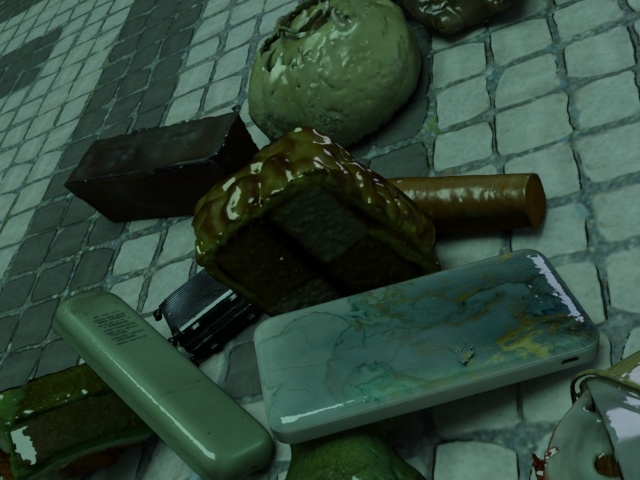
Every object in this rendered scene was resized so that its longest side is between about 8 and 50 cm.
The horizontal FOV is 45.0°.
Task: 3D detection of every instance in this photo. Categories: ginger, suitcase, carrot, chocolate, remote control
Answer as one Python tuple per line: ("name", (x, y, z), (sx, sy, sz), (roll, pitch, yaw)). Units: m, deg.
("ginger", (0.155, -0.354, 1.087), (0.122, 0.084, 0.290), (-43, 46, -21))
("suitcase", (-0.128, 0.079, 0.910), (0.126, 0.059, 0.086), (-38, 40, -3))
("carrot", (0.123, -0.037, 0.824), (0.225, 0.067, 0.067), (0, 52, 36))
("ginger", (0.021, 0.239, 0.618), (0.137, 0.089, 0.290), (6, 45, 9))
("chocolate", (-0.217, -0.095, 1.108), (0.321, 0.112, 0.112), (-5, 48, 36))
("remote control", (-0.172, 0.141, 0.812), (0.309, 0.038, 0.090), (33, 31, 32))

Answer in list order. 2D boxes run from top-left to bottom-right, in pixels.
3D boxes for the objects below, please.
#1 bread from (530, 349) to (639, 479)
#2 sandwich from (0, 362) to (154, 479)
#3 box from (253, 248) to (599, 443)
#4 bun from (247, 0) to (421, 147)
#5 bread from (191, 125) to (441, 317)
("bread", (0.247, 0.168, 0.480), (0.212, 0.142, 0.224), (-40, 36, -26))
("sandwich", (-0.266, 0.213, 0.848), (0.185, 0.160, 0.109), (-9, 51, -32))
("box", (0.086, 0.088, 0.684), (0.285, 0.044, 0.142), (-16, 35, -2))
("bun", (0.005, -0.241, 1.048), (0.259, 0.152, 0.259), (-20, 41, 18))
("bread", (0.000, 0.000, 0.751), (0.181, 0.222, 0.096), (-40, 35, 20))
